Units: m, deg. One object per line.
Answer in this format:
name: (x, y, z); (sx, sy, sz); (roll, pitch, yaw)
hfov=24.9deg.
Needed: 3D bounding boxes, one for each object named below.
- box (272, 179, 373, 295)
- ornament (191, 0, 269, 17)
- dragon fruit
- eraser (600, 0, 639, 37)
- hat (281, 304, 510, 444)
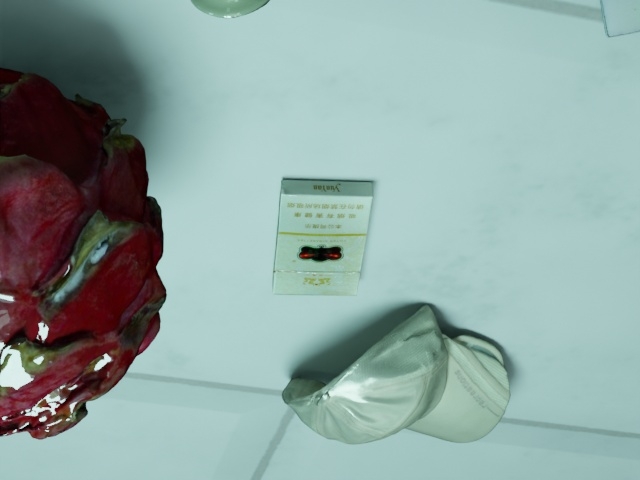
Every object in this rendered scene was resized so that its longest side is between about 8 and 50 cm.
box: (0.000, 0.000, 1.456); (0.090, 0.024, 0.167); (1, 142, -4)
ornament: (-0.079, -0.239, 1.089); (0.075, 0.081, 0.156); (-7, 147, 3)
dragon fruit: (-0.279, 0.008, 1.225); (0.329, 0.329, 0.329); (-1, 143, -1)
eraser: (0.271, -0.229, 1.161); (0.104, 0.023, 0.150); (-10, 143, 11)
hat: (0.089, 0.192, 1.629); (0.226, 0.164, 0.219); (42, 130, -17)
